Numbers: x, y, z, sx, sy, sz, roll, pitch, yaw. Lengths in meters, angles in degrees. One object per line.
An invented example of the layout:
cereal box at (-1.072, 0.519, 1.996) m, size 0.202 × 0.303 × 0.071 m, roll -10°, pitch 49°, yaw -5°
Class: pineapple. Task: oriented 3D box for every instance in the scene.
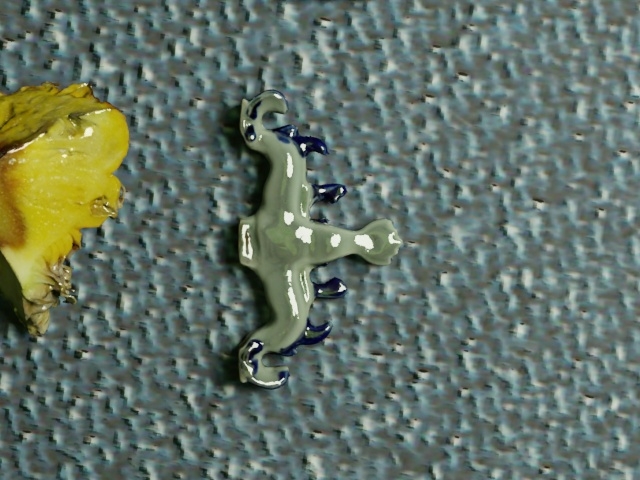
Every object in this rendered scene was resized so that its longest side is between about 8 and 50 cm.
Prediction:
pineapple at (-0.133, -0.009, 0.740) m, size 0.114 × 0.077 × 0.114 m, roll -13°, pitch 105°, yaw 2°

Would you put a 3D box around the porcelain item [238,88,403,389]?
porcelain item at (0.000, 0.000, 0.766) m, size 0.075 × 0.021 × 0.136 m, roll 1°, pitch 91°, yaw -2°
